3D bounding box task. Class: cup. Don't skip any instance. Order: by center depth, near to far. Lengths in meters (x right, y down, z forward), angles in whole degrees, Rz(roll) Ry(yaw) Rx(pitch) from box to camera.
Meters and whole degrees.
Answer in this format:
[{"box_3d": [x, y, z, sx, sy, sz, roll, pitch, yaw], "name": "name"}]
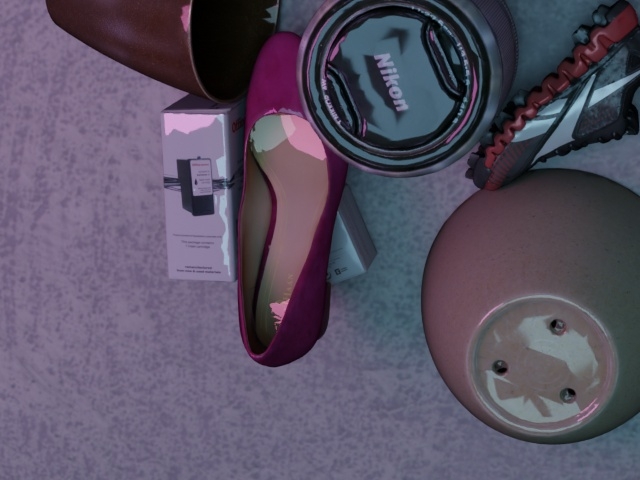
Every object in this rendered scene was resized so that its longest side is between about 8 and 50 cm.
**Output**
[{"box_3d": [0.263, 0.105, 1.862, 0.331, 0.237, 0.331, 3, 107, 11], "name": "cup"}]

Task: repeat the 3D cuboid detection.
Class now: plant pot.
[{"box_3d": [-0.197, -0.282, 1.880, 0.230, 0.215, 0.215, 11, 109, 23], "name": "plant pot"}]

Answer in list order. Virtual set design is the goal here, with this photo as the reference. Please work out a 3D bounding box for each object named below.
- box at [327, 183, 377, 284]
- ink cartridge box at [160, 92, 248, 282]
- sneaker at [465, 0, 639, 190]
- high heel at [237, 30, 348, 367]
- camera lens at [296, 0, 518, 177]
[{"box_3d": [0.000, 0.000, 1.966, 0.101, 0.087, 0.102, -21, 101, 17], "name": "box"}, {"box_3d": [-0.128, -0.070, 1.940, 0.087, 0.153, 0.208, 2, 105, 12], "name": "ink cartridge box"}, {"box_3d": [0.289, -0.141, 1.857, 0.135, 0.097, 0.276, 44, 108, 0], "name": "sneaker"}, {"box_3d": [-0.042, -0.049, 1.824, 0.127, 0.181, 0.377, -6, 94, 16], "name": "high heel"}, {"box_3d": [0.103, -0.199, 1.785, 0.219, 0.274, 0.219, 3, 106, 12], "name": "camera lens"}]
